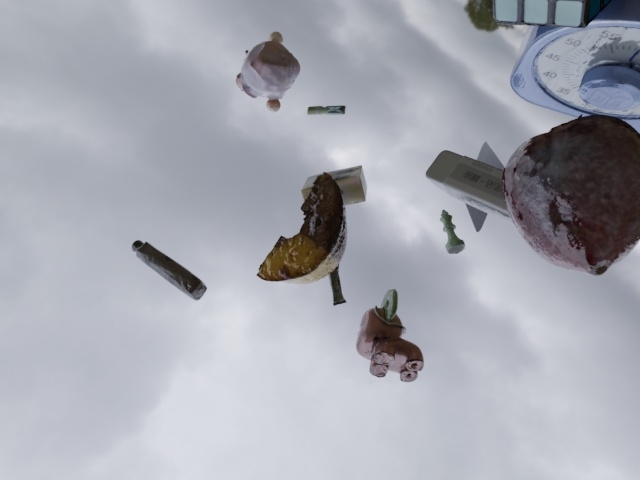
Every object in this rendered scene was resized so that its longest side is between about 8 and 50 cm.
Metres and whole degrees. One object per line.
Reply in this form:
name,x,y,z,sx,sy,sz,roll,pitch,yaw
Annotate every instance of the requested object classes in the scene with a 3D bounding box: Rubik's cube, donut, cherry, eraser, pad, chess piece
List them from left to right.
donut,0.000,0.000,1.152,0.151,0.294,0.112,28,175,35
chess piece,0.395,-0.035,1.498,0.059,0.059,0.149,12,-126,-29
pad,0.599,-0.166,1.783,0.063,0.314,0.375,16,-152,0
eraser,0.383,-0.097,1.041,0.352,0.089,0.061,33,173,41
Rubik's cube,0.383,-0.453,0.782,0.163,0.162,0.160,26,-119,41
cherry,0.428,-0.076,0.818,0.203,0.230,0.300,31,-128,-45

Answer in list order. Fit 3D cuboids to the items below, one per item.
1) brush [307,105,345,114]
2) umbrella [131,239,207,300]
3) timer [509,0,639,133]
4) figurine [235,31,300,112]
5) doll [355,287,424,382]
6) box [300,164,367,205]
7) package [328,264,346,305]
brush,0.009,-0.242,0.912,0.084,0.016,0.013,9,-171,33
umbrella,-0.490,0.085,1.562,0.337,0.073,0.067,30,-119,28
timer,0.587,-0.355,0.951,0.395,0.173,0.395,23,172,3
figurine,-0.145,-0.435,1.273,0.133,0.200,0.276,0,-170,-20
doll,0.231,0.329,1.688,0.217,0.284,0.268,14,-140,-5
box,0.052,-0.182,1.737,0.168,0.212,0.095,-76,-28,-64
package,0.039,0.110,1.255,0.015,0.037,0.110,34,-135,-82
